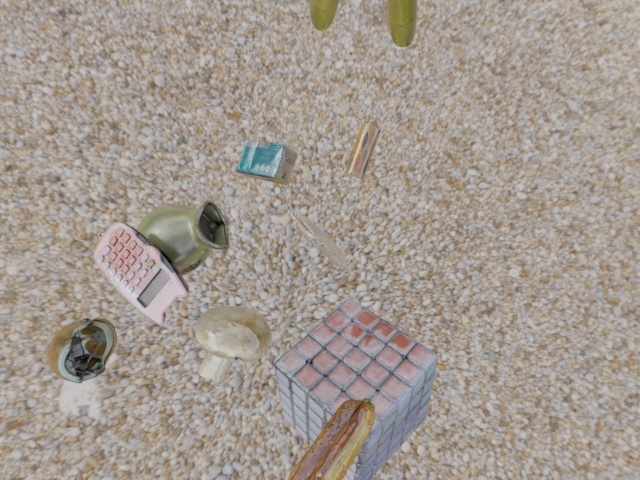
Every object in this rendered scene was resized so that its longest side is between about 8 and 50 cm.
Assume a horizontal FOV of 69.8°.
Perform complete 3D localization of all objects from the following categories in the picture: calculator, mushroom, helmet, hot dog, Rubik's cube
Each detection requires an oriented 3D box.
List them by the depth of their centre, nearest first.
[{"bbox_3d":[0.020,0.307,0.659,0.188,0.072,0.055,-45,113,-29],"label":"hot dog"},{"bbox_3d":[0.071,0.308,0.940,0.237,0.237,0.238,-35,52,-30],"label":"Rubik's cube"},{"bbox_3d":[-0.552,0.090,1.399,0.329,0.048,0.220,45,115,-1],"label":"calculator"},{"bbox_3d":[-0.776,0.345,1.469,0.129,0.224,0.199,3,108,13],"label":"helmet"},{"bbox_3d":[-0.336,0.399,1.731,0.292,0.292,0.290,17,97,-2],"label":"mushroom"}]

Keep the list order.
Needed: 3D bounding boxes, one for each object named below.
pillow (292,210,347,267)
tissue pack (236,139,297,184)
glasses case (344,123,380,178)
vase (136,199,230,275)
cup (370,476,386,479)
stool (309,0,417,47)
[{"bbox_3d":[0.000,0.000,1.781,0.067,0.270,0.173,-42,51,6],"label":"pillow"},{"bbox_3d":[-0.174,-0.254,1.491,0.169,0.082,0.120,14,85,31],"label":"tissue pack"},{"bbox_3d":[0.138,-0.289,1.490,0.064,0.041,0.170,19,92,-13],"label":"glasses case"},{"bbox_3d":[-0.429,-0.027,1.561,0.302,0.329,0.241,-20,97,20],"label":"vase"},{"bbox_3d":[0.074,0.745,1.103,0.288,0.273,0.209,-17,103,30],"label":"cup"},{"bbox_3d":[0.050,-0.256,0.406,0.134,0.110,0.135,-25,66,-9],"label":"stool"}]
